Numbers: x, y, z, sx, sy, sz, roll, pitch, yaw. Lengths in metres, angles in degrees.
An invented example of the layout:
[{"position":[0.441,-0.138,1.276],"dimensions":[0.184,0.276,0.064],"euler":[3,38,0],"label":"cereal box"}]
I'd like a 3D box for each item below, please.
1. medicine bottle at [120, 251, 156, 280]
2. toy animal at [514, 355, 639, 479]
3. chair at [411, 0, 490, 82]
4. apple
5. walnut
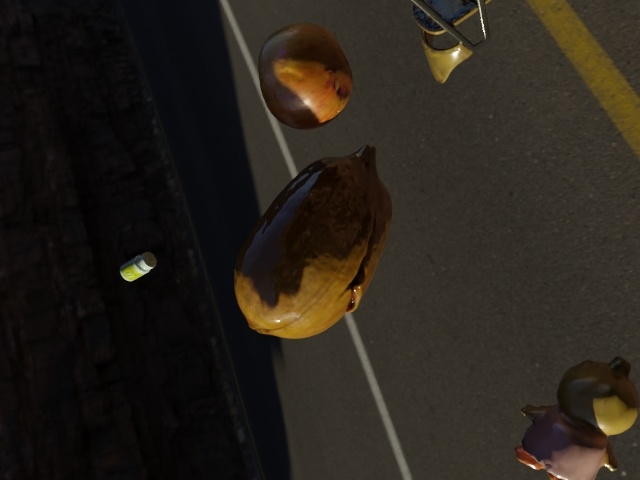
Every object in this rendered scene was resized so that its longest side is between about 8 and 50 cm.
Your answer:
[{"position":[-0.431,0.061,1.337],"dimensions":[0.083,0.047,0.047],"euler":[-26,74,28],"label":"medicine bottle"},{"position":[0.503,0.343,1.086],"dimensions":[0.195,0.169,0.281],"euler":[32,95,19],"label":"toy animal"},{"position":[0.223,-0.430,1.021],"dimensions":[0.172,0.247,0.158],"euler":[-36,41,17],"label":"chair"},{"position":[-0.017,-0.230,0.797],"dimensions":[0.146,0.146,0.146],"euler":[35,130,55],"label":"apple"},{"position":[0.000,0.000,0.874],"dimensions":[0.336,0.209,0.209],"euler":[-59,34,1],"label":"walnut"}]
